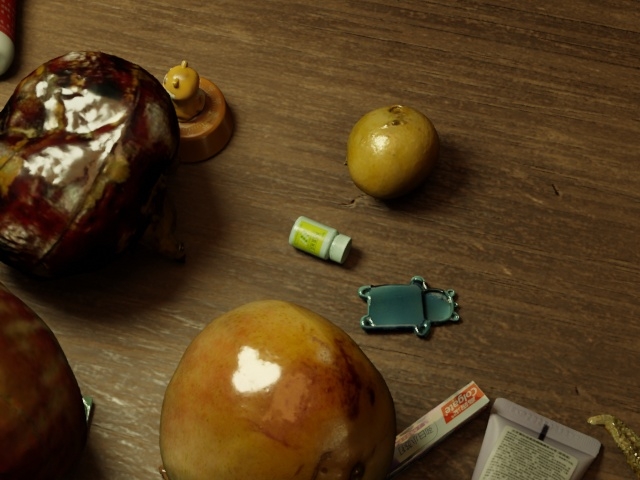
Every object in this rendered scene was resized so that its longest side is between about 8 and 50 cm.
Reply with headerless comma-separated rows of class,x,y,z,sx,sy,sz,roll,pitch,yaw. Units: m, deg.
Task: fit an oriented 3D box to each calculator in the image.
calculator,0.124,0.093,1.984,0.141,0.019,0.094,-2,63,-1

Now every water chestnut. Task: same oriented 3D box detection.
water chestnut,-0.311,-0.080,1.950,0.347,0.335,0.335,39,67,-13

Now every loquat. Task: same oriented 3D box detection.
loquat,0.102,-0.128,2.034,0.141,0.141,0.141,-1,63,1

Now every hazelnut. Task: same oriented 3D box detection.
hazelnut,-0.513,0.221,1.750,0.402,0.402,0.429,-41,76,-18

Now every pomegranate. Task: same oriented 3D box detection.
pomegranate,-0.060,0.226,1.783,0.319,0.319,0.319,-1,63,1

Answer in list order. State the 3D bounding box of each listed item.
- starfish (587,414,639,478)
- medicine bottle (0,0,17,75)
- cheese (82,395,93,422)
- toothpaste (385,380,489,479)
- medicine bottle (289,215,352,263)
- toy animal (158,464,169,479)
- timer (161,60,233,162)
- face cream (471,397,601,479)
starfish,0.447,0.358,1.814,0.302,0.060,0.299,33,71,8
medicine bottle,-0.535,-0.378,2.182,0.131,0.131,0.250,-4,63,0
cheese,-0.374,0.234,1.919,0.121,0.026,0.067,5,64,5
toothpaste,0.137,0.259,1.887,0.196,0.040,0.047,-33,69,-16
medicine bottle,0.000,0.000,2.019,0.083,0.047,0.047,22,65,13
toy animal,-0.254,0.407,1.810,0.230,0.066,0.224,-23,45,0
timer,-0.199,-0.207,2.073,0.132,0.152,0.132,-1,63,1
face cream,0.251,0.332,1.827,0.154,0.096,0.274,22,52,15
